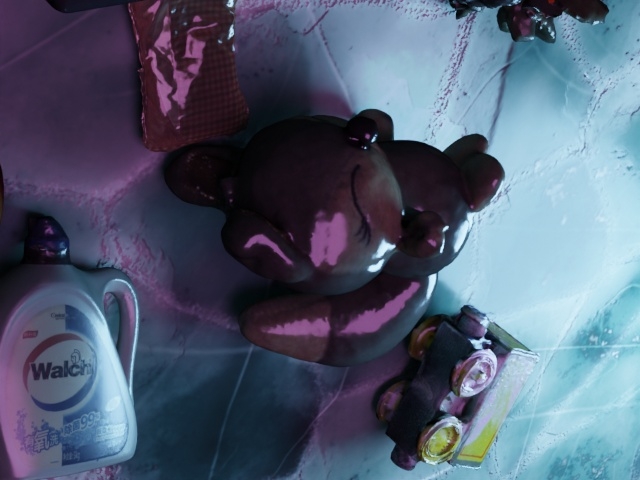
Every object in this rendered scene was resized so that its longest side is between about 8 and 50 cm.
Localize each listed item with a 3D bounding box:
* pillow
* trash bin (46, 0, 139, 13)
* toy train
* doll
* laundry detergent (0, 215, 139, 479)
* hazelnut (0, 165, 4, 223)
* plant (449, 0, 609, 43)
[{"bbox_3d":[-0.145,-0.203,1.110,0.135,0.034,0.211,-16,121,-24],"label":"pillow"},{"bbox_3d":[-0.137,-0.321,0.942,0.290,0.209,0.182,-18,125,-18],"label":"trash bin"},{"bbox_3d":[0.202,0.226,1.506,0.177,0.134,0.261,16,106,-38],"label":"toy train"},{"bbox_3d":[0.013,0.021,1.203,0.382,0.252,0.379,-2,116,-26],"label":"doll"},{"bbox_3d":[-0.290,0.113,1.126,0.215,0.105,0.281,2,89,-49],"label":"laundry detergent"},{"bbox_3d":[-0.383,-0.070,0.931,0.208,0.208,0.208,-15,122,-26],"label":"hazelnut"},{"bbox_3d":[0.205,-0.345,1.142,0.213,0.215,0.312,-33,131,-17],"label":"plant"}]
